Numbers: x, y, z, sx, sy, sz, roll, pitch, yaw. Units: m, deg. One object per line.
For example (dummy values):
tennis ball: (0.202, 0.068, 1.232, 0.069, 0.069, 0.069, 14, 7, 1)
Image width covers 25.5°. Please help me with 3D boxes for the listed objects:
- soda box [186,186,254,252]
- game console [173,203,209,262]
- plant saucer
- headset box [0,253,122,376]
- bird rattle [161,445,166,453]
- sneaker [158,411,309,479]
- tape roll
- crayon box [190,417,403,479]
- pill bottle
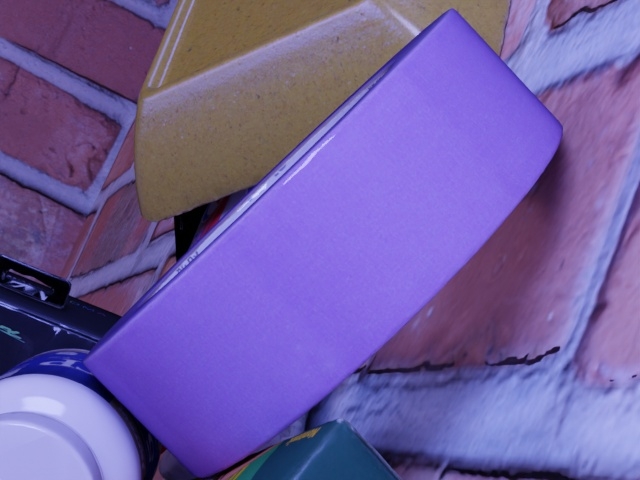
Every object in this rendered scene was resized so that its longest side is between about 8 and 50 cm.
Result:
soda box: (-0.056, 0.015, 1.123, 0.263, 0.092, 0.083, -67, 14, -15)
game console: (-0.046, -0.131, 1.327, 0.213, 0.044, 0.361, 96, -162, -55)
plant saucer: (-0.003, -0.199, 1.084, 0.333, 0.081, 0.332, -18, 43, 37)
headset box: (-0.246, 0.147, 0.976, 0.131, 0.246, 0.283, -125, 58, -84)
bird rattle: (-0.183, 0.155, 1.148, 0.143, 0.207, 0.253, -28, 43, 36)
sneaker: (-0.044, 0.113, 0.924, 0.115, 0.090, 0.232, -59, 15, 3)
tape roll: (0.000, 0.000, 0.768, 0.275, 0.090, 0.275, -43, 4, 4)
crayon box: (-0.123, 0.255, 0.693, 0.313, 0.106, 0.363, -45, 4, -28)
pill bottle: (-0.150, 0.124, 0.771, 0.112, 0.112, 0.186, -63, 2, 2)
